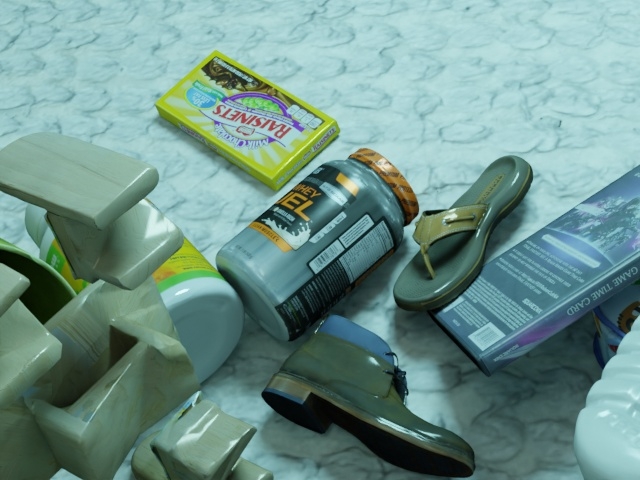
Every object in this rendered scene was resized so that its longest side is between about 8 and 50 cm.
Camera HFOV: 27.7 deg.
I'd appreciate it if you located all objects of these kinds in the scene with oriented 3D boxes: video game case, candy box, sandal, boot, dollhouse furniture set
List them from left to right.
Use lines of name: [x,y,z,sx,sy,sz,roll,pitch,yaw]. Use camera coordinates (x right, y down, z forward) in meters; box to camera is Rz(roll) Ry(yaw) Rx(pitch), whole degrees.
dollhouse furniture set: [-0.288,0.159,1.050,0.257,0.362,0.394,19,50,37]
candy box: [-0.086,-0.139,1.476,0.206,0.027,0.105,33,70,33]
boot: [0.059,0.136,1.187,0.219,0.082,0.106,18,62,29]
sandal: [0.134,-0.017,1.280,0.090,0.060,0.219,2,46,54]
video game case: [0.234,0.014,1.178,0.274,0.026,0.196,-32,14,-2]
sandal: [0.329,0.087,0.995,0.416,0.102,0.169,-32,34,-33]

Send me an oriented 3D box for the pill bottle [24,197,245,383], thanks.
pill bottle: [-0.196,0.031,1.301,0.136,0.136,0.246,-36,53,-14]

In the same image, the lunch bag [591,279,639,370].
lunch bag: [0.401,0.093,1.112,0.243,0.115,0.303,-34,51,-15]

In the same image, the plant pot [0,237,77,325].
plant pot: [-0.409,0.079,1.267,0.275,0.274,0.293,-39,38,-16]

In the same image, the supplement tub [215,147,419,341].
supplement tub: [0.000,0.000,1.287,0.190,0.117,0.117,-41,54,-18]
